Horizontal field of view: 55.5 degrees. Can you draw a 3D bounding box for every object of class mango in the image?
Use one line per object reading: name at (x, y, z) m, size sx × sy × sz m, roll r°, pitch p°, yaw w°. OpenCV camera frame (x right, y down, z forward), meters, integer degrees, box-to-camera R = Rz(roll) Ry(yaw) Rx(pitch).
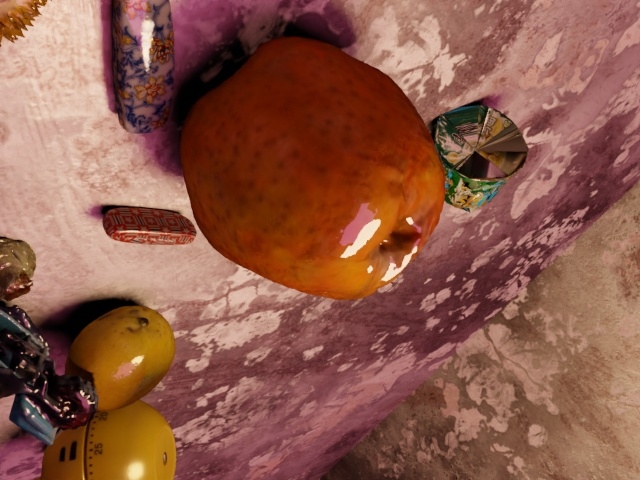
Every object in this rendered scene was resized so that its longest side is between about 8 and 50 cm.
mango at (-0.449, 0.287, 1.407) m, size 0.253 × 0.182 × 0.365 m, roll -41°, pitch 162°, yaw -26°

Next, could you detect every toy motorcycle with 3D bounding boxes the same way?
toy motorcycle at (-0.639, 0.256, 1.171) m, size 0.232 × 0.172 × 0.416 m, roll -36°, pitch 120°, yaw 11°

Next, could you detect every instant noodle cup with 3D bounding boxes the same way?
instant noodle cup at (0.385, -0.199, 1.551) m, size 0.240 × 0.240 × 0.178 m, roll -26°, pitch 158°, yaw -15°

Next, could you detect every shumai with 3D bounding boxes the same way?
shumai at (-0.568, 0.059, 1.096) m, size 0.099 × 0.087 × 0.123 m, roll -45°, pitch 147°, yaw 19°

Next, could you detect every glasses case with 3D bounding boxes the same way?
glasses case at (-0.341, -0.025, 1.213) m, size 0.194 × 0.073 × 0.049 m, roll 4°, pitch 132°, yaw -46°
glasses case at (-0.274, -0.272, 0.943) m, size 0.087 × 0.065 × 0.248 m, roll -14°, pitch 143°, yaw -28°

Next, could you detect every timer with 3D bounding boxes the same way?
timer at (-0.589, 0.582, 1.590) m, size 0.386 × 0.376 × 0.376 m, roll -8°, pitch 147°, yaw 3°

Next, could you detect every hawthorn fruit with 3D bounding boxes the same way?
hawthorn fruit at (-0.005, -0.104, 1.087) m, size 0.471 × 0.472 × 0.472 m, roll -25°, pitch 148°, yaw -17°

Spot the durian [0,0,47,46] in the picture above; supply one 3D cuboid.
durian at (-0.375, -0.341, 0.696) m, size 0.249 × 0.183 × 0.138 m, roll -44°, pitch -175°, yaw 9°
